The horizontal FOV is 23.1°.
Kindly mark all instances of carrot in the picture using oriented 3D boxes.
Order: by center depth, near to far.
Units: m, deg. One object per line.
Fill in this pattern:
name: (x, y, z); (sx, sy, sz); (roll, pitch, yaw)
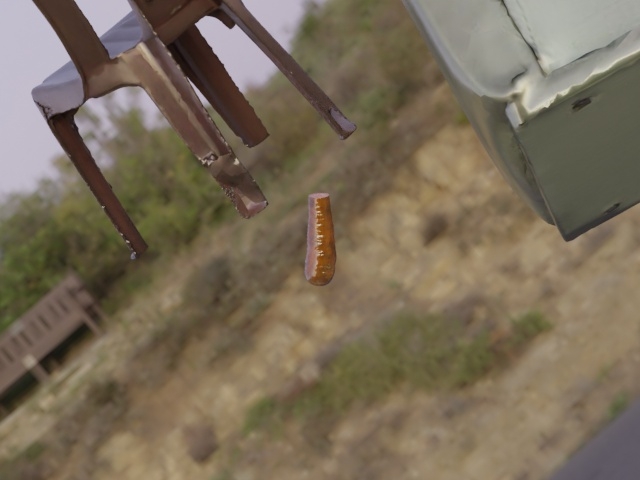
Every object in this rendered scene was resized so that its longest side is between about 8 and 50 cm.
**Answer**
carrot: (0.000, 0.000, 1.524); (0.032, 0.032, 0.093); (-35, -51, -60)

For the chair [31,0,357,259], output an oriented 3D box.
chair: (-0.143, -0.167, 1.159); (0.175, 0.326, 0.183); (-43, 19, -28)

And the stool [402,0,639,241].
stool: (0.143, -0.179, 0.640); (0.270, 0.243, 0.170); (-29, -20, 6)
